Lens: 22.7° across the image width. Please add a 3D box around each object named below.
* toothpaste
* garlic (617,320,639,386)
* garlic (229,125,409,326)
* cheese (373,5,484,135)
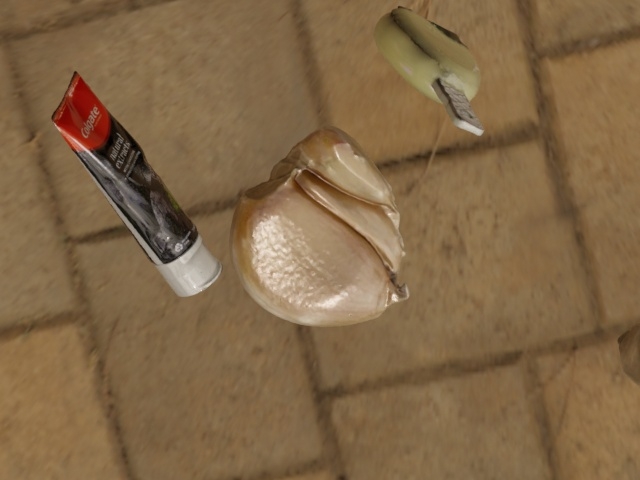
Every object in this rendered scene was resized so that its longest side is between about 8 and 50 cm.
[{"bbox_3d":[-0.145,-0.038,1.238,0.045,0.071,0.193,-21,119,23],"label":"toothpaste"},{"bbox_3d":[0.443,0.126,1.781,0.143,0.318,0.112,-43,99,-10],"label":"garlic"},{"bbox_3d":[0.000,0.000,1.937,0.217,0.110,0.228,-39,104,-4],"label":"garlic"},{"bbox_3d":[0.133,-0.175,1.733,0.127,0.251,0.054,24,113,-21],"label":"cheese"}]
